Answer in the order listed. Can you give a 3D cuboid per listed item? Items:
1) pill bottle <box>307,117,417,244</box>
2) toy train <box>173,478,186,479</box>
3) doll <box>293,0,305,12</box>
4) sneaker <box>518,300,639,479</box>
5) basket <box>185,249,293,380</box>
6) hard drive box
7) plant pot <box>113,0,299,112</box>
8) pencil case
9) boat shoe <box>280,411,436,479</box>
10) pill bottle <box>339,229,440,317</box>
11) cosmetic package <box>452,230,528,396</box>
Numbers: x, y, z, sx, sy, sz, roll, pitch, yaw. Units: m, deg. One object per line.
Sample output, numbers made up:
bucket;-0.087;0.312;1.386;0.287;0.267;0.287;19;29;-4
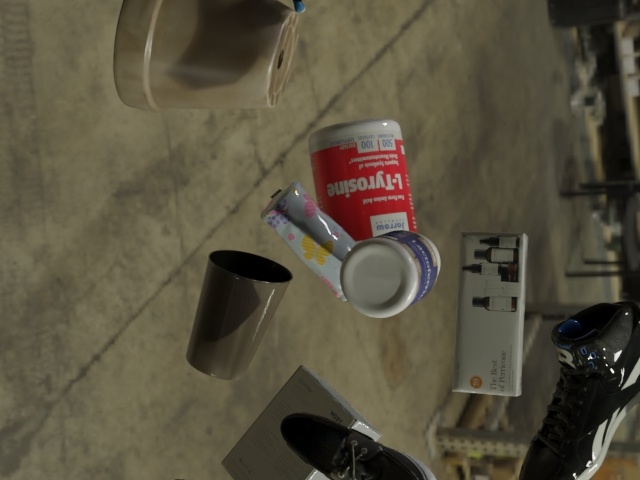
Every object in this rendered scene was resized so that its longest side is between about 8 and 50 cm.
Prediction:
pill bottle;0.109;-0.072;2.438;0.229;0.229;0.408;-3;83;-62
toy train;-0.187;0.352;1.179;0.027;0.036;0.158;78;27;-61
doll;-0.025;-0.478;1.840;0.189;0.046;0.129;-46;144;-53
sneaker;0.246;0.149;1.008;0.217;0.079;0.121;-50;120;-6
basket;-0.175;0.152;2.048;0.204;0.154;0.227;-1;115;-56
hard drive box;-0.037;0.367;1.788;0.232;0.181;0.089;-50;134;1
plant pot;-0.202;-0.376;1.939;0.323;0.280;0.323;17;90;-82
pencil case;0.000;0.000;2.143;0.273;0.113;0.124;45;21;-9
boat shoe;0.037;0.260;1.217;0.076;0.228;0.080;35;83;-44
pill bottle;0.147;0.058;2.014;0.264;0.153;0.153;-18;104;-69
cosmetic package;0.251;0.108;1.513;0.060;0.099;0.239;17;76;-71
